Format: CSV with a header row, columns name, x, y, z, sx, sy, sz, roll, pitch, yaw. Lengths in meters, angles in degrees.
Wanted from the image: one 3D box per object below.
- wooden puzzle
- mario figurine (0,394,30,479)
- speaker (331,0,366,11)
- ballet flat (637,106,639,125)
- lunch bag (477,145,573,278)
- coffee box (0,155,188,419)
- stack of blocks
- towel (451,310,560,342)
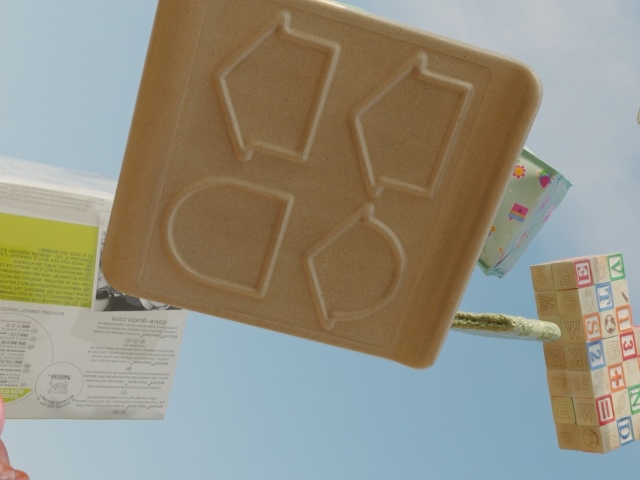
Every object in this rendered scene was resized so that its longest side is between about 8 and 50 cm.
name,x,y,z,sx,sy,sz,roll,pitch,yaw
wooden puzzle,-0.010,-0.063,0.799,0.080,0.347,0.322,-83,-170,-69
mario figurine,-0.208,0.217,0.490,0.320,0.170,0.198,35,-57,21
speaker,-0.011,-0.206,0.946,0.131,0.296,0.131,4,-83,34
ballet flat,0.541,-0.161,1.212,0.124,0.116,0.342,-32,-106,30
lunch bag,0.268,-0.092,1.475,0.262,0.160,0.223,38,-78,27
coffee box,-0.423,0.063,1.285,0.337,0.338,0.334,21,-80,53
stack of blocks,0.447,0.172,1.347,0.087,0.171,0.297,-11,-93,53
towel,0.225,0.110,1.092,0.148,0.110,0.027,-2,-103,53
